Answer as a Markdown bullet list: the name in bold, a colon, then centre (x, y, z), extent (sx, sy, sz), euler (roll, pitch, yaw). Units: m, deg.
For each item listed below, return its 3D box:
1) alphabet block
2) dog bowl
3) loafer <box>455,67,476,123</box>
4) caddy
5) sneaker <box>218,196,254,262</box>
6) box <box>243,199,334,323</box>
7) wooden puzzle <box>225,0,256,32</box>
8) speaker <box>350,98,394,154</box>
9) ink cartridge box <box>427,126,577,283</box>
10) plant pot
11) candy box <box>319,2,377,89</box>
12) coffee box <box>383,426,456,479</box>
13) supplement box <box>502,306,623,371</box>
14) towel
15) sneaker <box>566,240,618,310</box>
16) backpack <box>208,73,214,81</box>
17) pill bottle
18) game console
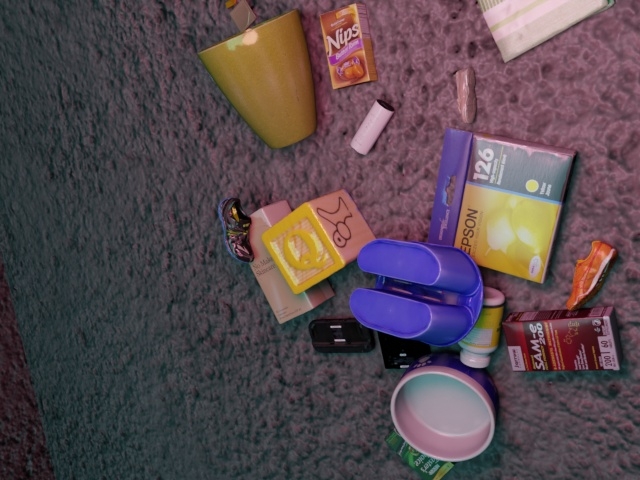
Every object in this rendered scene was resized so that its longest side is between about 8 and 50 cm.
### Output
- **alphabet block**: centre (0.000, 0.000, 1.690), extent (0.193, 0.197, 0.192), euler (-36, 84, 34)
- **dog bowl**: centre (0.319, 0.426, 1.649), extent (0.264, 0.104, 0.265), euler (8, 113, 20)
- **loafer**: centre (0.334, -0.333, 1.484), extent (0.039, 0.045, 0.125), euler (7, 102, 48)
- **caddy**: centre (0.232, 0.122, 1.556), extent (0.341, 0.179, 0.241), euler (11, 90, 51)
- **sneaker**: centre (-0.223, -0.028, 1.750), extent (0.078, 0.067, 0.188), euler (-14, 93, 42)
- **box**: centre (-0.107, 0.059, 1.819), extent (0.148, 0.121, 0.311), euler (-30, 87, 36)
- **wooden puzzle**: centre (-0.211, -0.614, 1.753), extent (0.078, 0.014, 0.116), euler (-26, 89, 39)
- **speaker**: centre (0.130, -0.285, 1.612), extent (0.055, 0.055, 0.136), euler (41, 121, 15)
- **ink cartridge box**: centre (0.403, -0.087, 1.495), extent (0.307, 0.072, 0.304), euler (15, 112, 25)
- **plant pot**: centre (-0.127, -0.393, 1.637), extent (0.274, 0.275, 0.294), euler (-10, 114, 33)
- **candy box**: centre (0.070, -0.479, 1.595), extent (0.109, 0.053, 0.187), euler (-5, 100, 34)
- **coffee box**: centre (0.278, 0.579, 1.781), extent (0.184, 0.040, 0.113), euler (43, 121, 15)
- **supplement box**: centre (0.558, 0.230, 1.487), extent (0.239, 0.073, 0.130), euler (-9, 99, 34)
- **towel**: centre (0.434, -0.582, 1.350), extent (0.247, 0.038, 0.325), euler (-24, 93, 36)
- **sneaker**: centre (0.597, 0.080, 1.437), extent (0.067, 0.064, 0.175), euler (41, 118, 39)
- **backpack**: centre (-0.260, -0.478, 1.780), extent (0.114, 0.084, 0.105), euler (45, 120, 16)
- **pill bottle**: centre (0.388, 0.211, 1.568), extent (0.103, 0.103, 0.184), euler (13, 111, 28)
- **game console**: centre (0.121, 0.249, 1.782), extent (0.361, 0.044, 0.213), euler (-7, 100, 31)
